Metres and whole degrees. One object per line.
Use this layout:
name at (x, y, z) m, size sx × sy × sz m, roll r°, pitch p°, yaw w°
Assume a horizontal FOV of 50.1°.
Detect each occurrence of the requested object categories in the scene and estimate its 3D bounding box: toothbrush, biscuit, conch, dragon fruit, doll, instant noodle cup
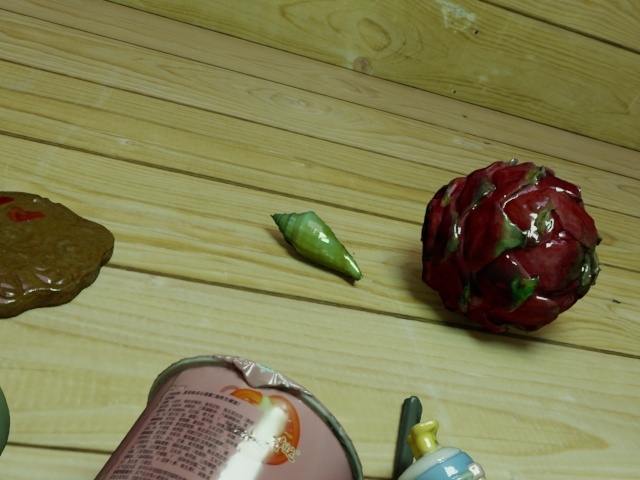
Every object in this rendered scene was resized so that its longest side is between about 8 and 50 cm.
toothbrush at (0.107, 0.293, 0.879) m, size 0.030 × 0.030 × 0.297 m, roll 45°, pitch 26°, yaw -8°
biscuit at (-0.449, 0.006, 0.991) m, size 0.257 × 0.049 × 0.273 m, roll 25°, pitch 30°, yaw 7°
conch at (-0.004, 0.002, 1.260) m, size 0.200 × 0.080 × 0.095 m, roll 39°, pitch 16°, yaw -3°
dragon fruit at (0.330, 0.010, 1.231) m, size 0.329 × 0.329 × 0.329 m, roll 16°, pitch 29°, yaw -9°
doll at (0.170, 0.321, 0.774) m, size 0.098 × 0.135 × 0.241 m, roll -15°, pitch 57°, yaw -45°
instant noodle cup at (-0.108, 0.261, 0.591) m, size 0.242 × 0.243 × 0.231 m, roll 26°, pitch 35°, yaw 9°

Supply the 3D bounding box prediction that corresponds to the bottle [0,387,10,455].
bottle at (-0.413, 0.208, 0.544) m, size 0.168 × 0.169 × 0.347 m, roll 28°, pitch 27°, yaw 13°
